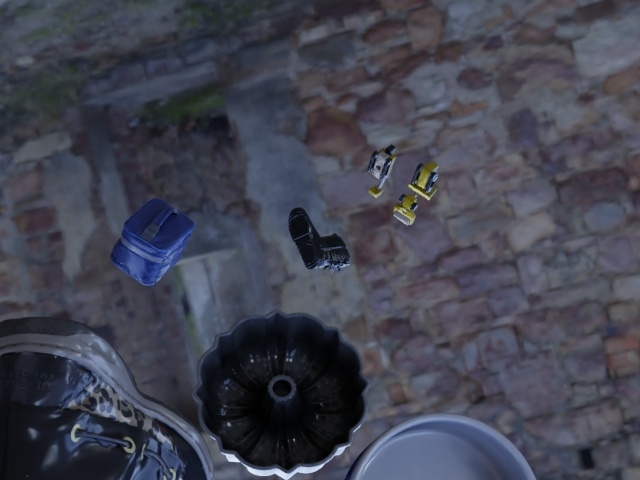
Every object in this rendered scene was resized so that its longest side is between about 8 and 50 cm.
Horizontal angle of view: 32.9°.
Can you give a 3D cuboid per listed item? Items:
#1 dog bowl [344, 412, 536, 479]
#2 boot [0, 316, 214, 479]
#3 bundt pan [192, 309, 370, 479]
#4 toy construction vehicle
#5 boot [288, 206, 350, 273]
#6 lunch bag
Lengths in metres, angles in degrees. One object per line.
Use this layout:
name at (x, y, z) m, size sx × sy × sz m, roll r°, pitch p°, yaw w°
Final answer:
dog bowl at (0.157, 0.370, 1.455) m, size 0.265 × 0.265 × 0.104 m, roll -14°, pitch 165°, yaw -13°
boot at (-0.216, 0.275, 1.017) m, size 0.138 × 0.284 × 0.377 m, roll -5°, pitch 144°, yaw 12°
bundt pan at (-0.076, 0.304, 2.053) m, size 0.330 × 0.331 × 0.124 m, roll -14°, pitch 150°, yaw -13°
toy construction vehicle at (0.100, -0.072, 1.304) m, size 0.035 × 0.086 × 0.098 m, roll -42°, pitch 157°, yaw -38°
boot at (0.000, -0.001, 1.886) m, size 0.045 × 0.121 × 0.099 m, roll -30°, pitch 164°, yaw 35°
lunch bag at (-0.191, -0.004, 1.262) m, size 0.065 × 0.067 × 0.098 m, roll -59°, pitch 178°, yaw 35°
